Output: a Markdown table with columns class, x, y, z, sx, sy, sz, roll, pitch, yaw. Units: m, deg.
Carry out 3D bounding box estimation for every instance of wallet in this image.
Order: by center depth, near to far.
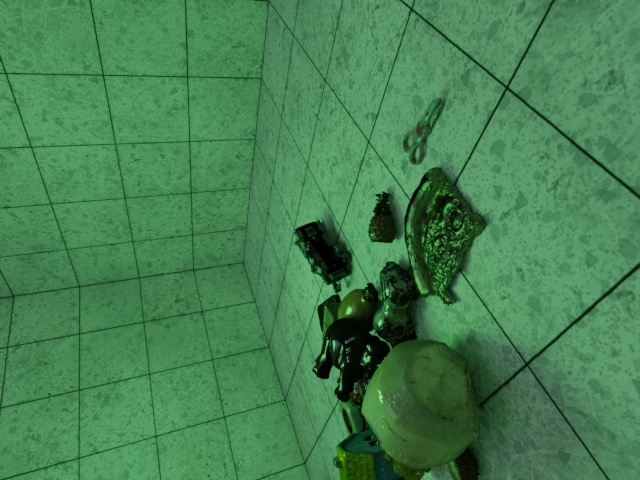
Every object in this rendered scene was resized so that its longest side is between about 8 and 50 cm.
| class | x | y | z | sx | sy | sz | roll | pitch | yaw |
| --- | --- | --- | --- | --- | --- | --- | --- | --- | --- |
| wallet | 0.050 | 0.399 | 2.269 | 0.309 | 0.042 | 0.165 | 131 | 126 | -62 |

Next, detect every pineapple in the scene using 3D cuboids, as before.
| class | x | y | z | sx | sy | sz | roll | pitch | yaw |
| --- | --- | --- | --- | --- | --- | --- | --- | --- | --- |
| pineapple | 0.236 | -0.088 | 1.589 | 0.108 | 0.108 | 0.198 | 170 | 105 | -68 |

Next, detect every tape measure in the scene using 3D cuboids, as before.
| class | x | y | z | sx | sy | sz | roll | pitch | yaw |
| --- | --- | --- | --- | --- | --- | --- | --- | --- | --- |
| tape measure | 0.187 | 0.869 | 2.004 | 0.207 | 0.115 | 0.235 | 117 | 136 | -63 |

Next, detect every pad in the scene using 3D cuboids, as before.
| class | x | y | z | sx | sy | sz | roll | pitch | yaw |
| --- | --- | --- | --- | --- | --- | --- | --- | --- | --- |
| pad | 0.322 | 0.391 | 1.644 | 0.211 | 0.003 | 0.143 | 125 | 132 | -59 |

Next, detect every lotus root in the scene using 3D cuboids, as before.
| class | x | y | z | sx | sy | sz | roll | pitch | yaw |
| --- | --- | --- | --- | --- | --- | --- | --- | --- | --- |
| lotus root | 0.176 | 0.276 | 1.730 | 0.310 | 0.182 | 0.183 | 112 | 144 | -50 |

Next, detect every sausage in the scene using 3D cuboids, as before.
| class | x | y | z | sx | sy | sz | roll | pitch | yaw |
| --- | --- | --- | --- | --- | --- | --- | --- | --- | --- |
| sausage | 0.171 | 0.652 | 1.903 | 0.268 | 0.153 | 0.141 | 145 | 137 | -65 |

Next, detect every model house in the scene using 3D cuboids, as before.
| class | x | y | z | sx | sy | sz | roll | pitch | yaw |
| --- | --- | --- | --- | --- | --- | --- | --- | --- | --- |
| model house | 0.203 | 0.935 | 1.751 | 0.215 | 0.303 | 0.237 | -170 | 73 | -74 |

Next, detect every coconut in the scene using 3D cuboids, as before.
| class | x | y | z | sx | sy | sz | roll | pitch | yaw |
| --- | --- | --- | --- | --- | --- | --- | --- | --- | --- |
| coconut | 0.305 | 0.494 | 1.286 | 0.360 | 0.346 | 0.346 | 109 | 146 | -45 |

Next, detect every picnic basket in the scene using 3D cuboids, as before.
| class | x | y | z | sx | sy | sz | roll | pitch | yaw |
| --- | --- | --- | --- | --- | --- | --- | --- | --- | --- |
| picnic basket | 0.103 | 0.405 | 1.989 | 0.134 | 0.154 | 0.197 | -138 | 49 | -66 |

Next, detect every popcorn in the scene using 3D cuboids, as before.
| class | x | y | z | sx | sy | sz | roll | pitch | yaw |
| --- | --- | --- | --- | --- | --- | --- | --- | --- | --- |
| popcorn | 0.316 | 0.736 | 1.550 | 0.233 | 0.192 | 0.266 | 59 | -172 | -65 |

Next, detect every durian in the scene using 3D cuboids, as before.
| class | x | y | z | sx | sy | sz | roll | pitch | yaw |
| --- | --- | --- | --- | --- | --- | --- | --- | --- | --- |
| durian | 0.448 | 0.710 | 1.329 | 0.148 | 0.091 | 0.189 | 137 | 120 | -78 |

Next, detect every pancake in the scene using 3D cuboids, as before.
| class | x | y | z | sx | sy | sz | roll | pitch | yaw |
| --- | --- | --- | --- | --- | --- | --- | --- | --- | --- |
| pancake | 0.360 | 0.003 | 1.341 | 0.305 | 0.066 | 0.427 | -127 | 38 | -48 |

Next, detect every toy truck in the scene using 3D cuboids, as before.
| class | x | y | z | sx | sy | sz | roll | pitch | yaw |
| --- | --- | --- | --- | --- | --- | --- | --- | --- | --- |
| toy truck | 0.005 | 0.078 | 2.059 | 0.363 | 0.176 | 0.178 | 55 | 156 | 30 |

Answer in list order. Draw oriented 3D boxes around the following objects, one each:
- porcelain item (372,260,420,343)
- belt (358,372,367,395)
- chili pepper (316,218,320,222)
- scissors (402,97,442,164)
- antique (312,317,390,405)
| class | x | y | z | sx | sy | sz | roll | pitch | yaw |
| --- | --- | --- | --- | --- | --- | --- | --- | --- | --- |
| porcelain item | 0.263 | 0.228 | 1.563 | 0.186 | 0.137 | 0.288 | -126 | 37 | -61 |
| belt | 0.246 | 0.564 | 1.649 | 0.261 | 0.183 | 0.105 | -174 | 76 | -67 |
| chili pepper | 0.000 | 0.000 | 2.235 | 0.088 | 0.059 | 0.227 | -9 | 87 | 62 |
| scissors | 0.327 | -0.355 | 1.347 | 0.242 | 0.030 | 0.118 | 109 | 146 | -55 |
| antique | 0.110 | 0.437 | 1.595 | 0.322 | 0.185 | 0.255 | 36 | 97 | 45 |
